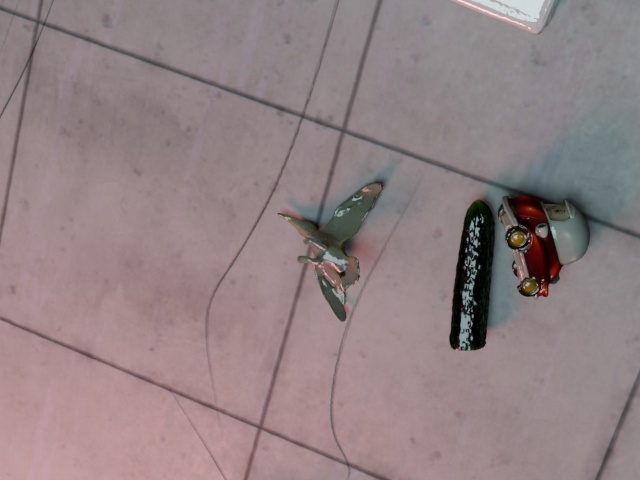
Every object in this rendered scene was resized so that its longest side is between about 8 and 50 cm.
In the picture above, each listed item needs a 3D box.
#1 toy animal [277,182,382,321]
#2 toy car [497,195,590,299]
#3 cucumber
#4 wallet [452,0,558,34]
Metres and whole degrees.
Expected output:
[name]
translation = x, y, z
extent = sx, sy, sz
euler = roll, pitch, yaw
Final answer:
[toy animal]
translation = 0.000, 0.000, 1.752
extent = 0.155, 0.095, 0.219
euler = 26, 112, 6
[toy car]
translation = 0.303, 0.000, 1.647
extent = 0.112, 0.112, 0.139
euler = -15, 111, 7
[cucumber]
translation = 0.211, 0.046, 1.711
extent = 0.052, 0.058, 0.214
euler = 9, 107, 23
[wallet]
translation = 0.218, -0.342, 1.601
extent = 0.190, 0.033, 0.095
euler = 26, 112, 10
